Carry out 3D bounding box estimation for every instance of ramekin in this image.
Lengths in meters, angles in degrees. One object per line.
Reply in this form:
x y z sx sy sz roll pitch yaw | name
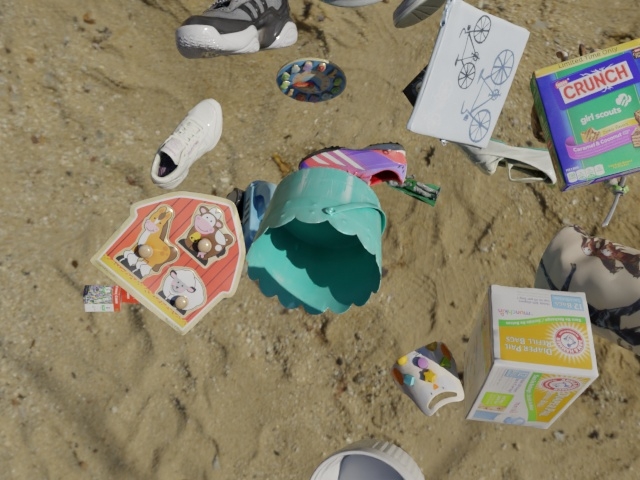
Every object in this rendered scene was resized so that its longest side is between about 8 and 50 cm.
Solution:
0.087 0.442 0.889 0.207 0.109 0.207 0 91 22 | ramekin

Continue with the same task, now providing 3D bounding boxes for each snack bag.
0.363 -0.394 1.294 0.037 0.342 0.323 37 118 44 | snack bag

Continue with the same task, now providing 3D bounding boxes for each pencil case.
0.527 0.096 0.789 0.410 0.183 0.160 25 142 48 | pencil case

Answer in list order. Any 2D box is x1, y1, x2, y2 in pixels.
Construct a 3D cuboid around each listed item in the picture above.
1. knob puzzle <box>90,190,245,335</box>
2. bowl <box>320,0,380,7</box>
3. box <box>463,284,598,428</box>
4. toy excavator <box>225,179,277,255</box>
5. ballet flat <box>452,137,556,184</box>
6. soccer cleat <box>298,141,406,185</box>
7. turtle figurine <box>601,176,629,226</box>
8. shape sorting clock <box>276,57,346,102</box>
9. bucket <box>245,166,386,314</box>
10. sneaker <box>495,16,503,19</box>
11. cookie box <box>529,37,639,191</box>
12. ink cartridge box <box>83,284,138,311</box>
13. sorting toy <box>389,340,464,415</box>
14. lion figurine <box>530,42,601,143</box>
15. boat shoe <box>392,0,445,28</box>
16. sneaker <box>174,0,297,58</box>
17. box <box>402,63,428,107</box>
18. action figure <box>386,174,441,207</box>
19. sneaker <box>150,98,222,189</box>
-0.192 0.016 0.738 0.213 0.030 0.213 -2 101 -13 | knob puzzle
0.045 -0.554 0.851 0.297 0.134 0.298 2 98 18 | bowl
0.253 0.153 0.660 0.114 0.103 0.203 4 145 9 | box
-0.118 -0.059 1.675 0.222 0.433 0.445 24 137 -33 | toy excavator
0.657 -0.282 1.856 0.399 0.139 0.139 13 117 10 | ballet flat
0.091 -0.207 1.518 0.317 0.109 0.117 -5 69 6 | soccer cleat
0.717 -0.194 1.248 0.266 0.275 0.198 -39 98 26 | turtle figurine
-0.027 -0.461 1.522 0.206 0.206 0.041 -1 75 14 | shape sorting clock
0.000 0.000 1.055 0.280 0.183 0.281 7 138 7 | bucket
0.468 -0.610 1.543 0.161 0.075 0.057 -13 101 55 | sneaker
0.244 -0.108 0.458 0.091 0.040 0.107 -15 82 13 | cookie box
-0.477 0.133 1.193 0.115 0.029 0.063 3 133 -16 | ink cartridge box
0.136 0.172 0.642 0.083 0.075 0.045 -27 147 -1 | sorting toy
0.770 -0.458 1.680 0.142 0.392 0.241 14 93 16 | lion figurine
0.341 -0.784 1.594 0.320 0.118 0.103 -38 75 37 | boat shoe
-0.124 -0.344 0.738 0.101 0.268 0.153 2 113 24 | sneaker
0.370 -0.474 1.632 0.180 0.077 0.148 -43 57 30 | box
0.334 -0.209 1.963 0.232 0.137 0.064 21 129 13 | action figure
-0.382 -0.276 1.501 0.114 0.152 0.305 33 89 -5 | sneaker
